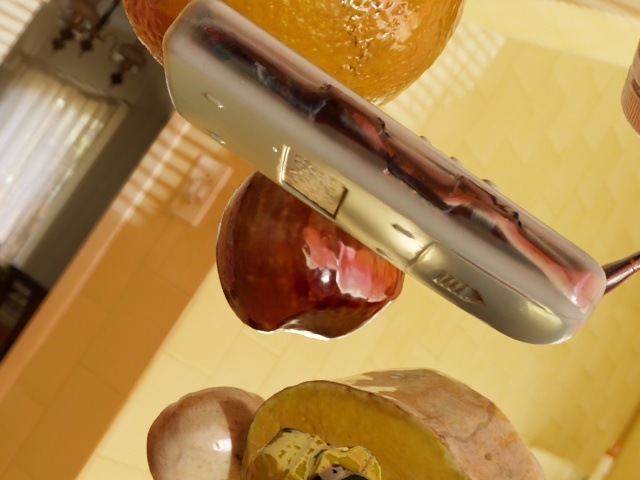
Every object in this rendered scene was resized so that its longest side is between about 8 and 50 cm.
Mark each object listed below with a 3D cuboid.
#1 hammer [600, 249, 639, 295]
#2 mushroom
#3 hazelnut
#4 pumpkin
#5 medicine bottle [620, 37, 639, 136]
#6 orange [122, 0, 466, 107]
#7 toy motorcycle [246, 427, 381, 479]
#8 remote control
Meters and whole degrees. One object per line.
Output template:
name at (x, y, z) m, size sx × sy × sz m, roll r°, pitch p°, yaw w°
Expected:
hammer at (0.432, 0.014, 1.248) m, size 0.037 × 0.290 × 0.137 m, roll 61°, pitch 6°, yaw 0°
mushroom at (-0.127, 0.245, 1.158) m, size 0.166 × 0.166 × 0.127 m, roll 38°, pitch 21°, yaw -34°
hazelnut at (0.000, 0.000, 1.060) m, size 0.218 × 0.218 × 0.234 m, roll 31°, pitch 18°, yaw 18°
pumpkin at (0.089, 0.283, 1.047) m, size 0.332 × 0.332 × 0.199 m, roll 29°, pitch 29°, yaw 29°
medicine bottle at (0.486, -0.220, 1.048) m, size 0.252 × 0.252 × 0.241 m, roll 30°, pitch -47°, yaw 22°
orange at (-0.019, -0.220, 0.748) m, size 0.274 × 0.274 × 0.274 m, roll 32°, pitch -7°, yaw 4°
toy motorcycle at (-0.017, 0.221, 0.648) m, size 0.142 × 0.206 × 0.342 m, roll 52°, pitch 11°, yaw 3°
remote control at (0.036, -0.035, 0.591) m, size 0.296 × 0.056 × 0.140 m, roll 34°, pitch -11°, yaw 3°
